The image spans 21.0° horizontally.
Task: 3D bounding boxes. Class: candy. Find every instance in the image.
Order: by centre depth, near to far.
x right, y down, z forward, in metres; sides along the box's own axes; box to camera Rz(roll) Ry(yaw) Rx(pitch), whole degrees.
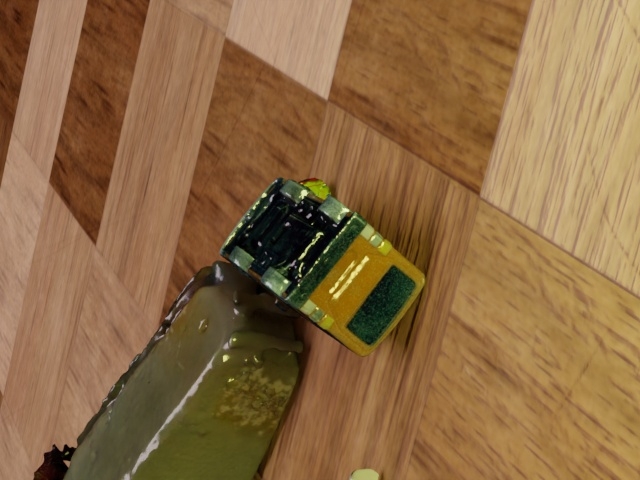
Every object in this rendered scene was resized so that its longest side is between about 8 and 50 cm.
[{"bbox_3d":[0.000,0.000,1.465,0.035,0.035,0.123,121,142,-50],"label":"candy"}]

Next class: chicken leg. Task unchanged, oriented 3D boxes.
[{"bbox_3d":[-0.296,0.302,2.030,0.234,0.063,0.105,-167,81,-66],"label":"chicken leg"}]

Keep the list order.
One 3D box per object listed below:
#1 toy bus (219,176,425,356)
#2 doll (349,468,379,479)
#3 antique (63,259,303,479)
[{"bbox_3d":[0.000,0.018,1.350,0.091,0.103,0.182,-52,23,-4],"label":"toy bus"},{"bbox_3d":[0.016,0.209,1.323,0.058,0.040,0.085,39,122,51],"label":"doll"},{"bbox_3d":[-0.109,0.153,1.555,0.284,0.150,0.125,-60,33,24],"label":"antique"}]
